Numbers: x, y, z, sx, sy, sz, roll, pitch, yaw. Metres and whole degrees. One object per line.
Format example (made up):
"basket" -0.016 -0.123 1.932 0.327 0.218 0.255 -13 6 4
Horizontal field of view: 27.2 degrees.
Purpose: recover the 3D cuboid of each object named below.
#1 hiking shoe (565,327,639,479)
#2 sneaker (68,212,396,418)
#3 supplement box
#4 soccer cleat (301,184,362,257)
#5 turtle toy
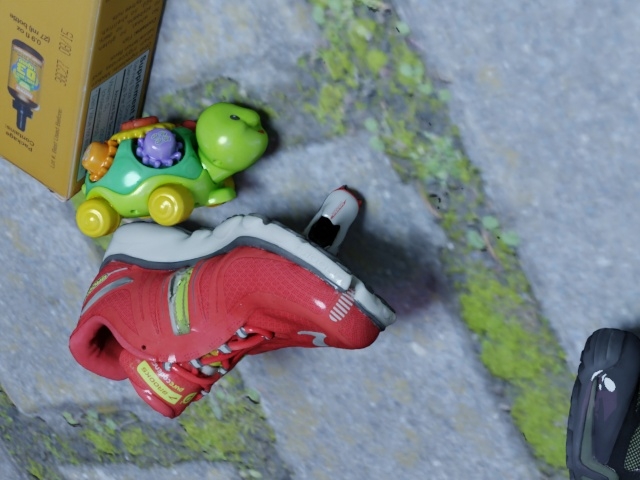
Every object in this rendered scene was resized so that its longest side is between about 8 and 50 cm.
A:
"hiking shoe" 0.211 0.137 0.756 0.114 0.086 0.226 -6 126 24
"sneaker" -0.064 0.059 0.830 0.107 0.118 0.279 41 154 -29
"supplement box" -0.147 -0.135 0.796 0.078 0.080 0.233 34 136 11
"soccer cleat" 0.000 0.000 0.823 0.029 0.035 0.083 37 138 6
"turtle toy" -0.092 -0.047 0.822 0.130 0.095 0.066 -10 98 19
